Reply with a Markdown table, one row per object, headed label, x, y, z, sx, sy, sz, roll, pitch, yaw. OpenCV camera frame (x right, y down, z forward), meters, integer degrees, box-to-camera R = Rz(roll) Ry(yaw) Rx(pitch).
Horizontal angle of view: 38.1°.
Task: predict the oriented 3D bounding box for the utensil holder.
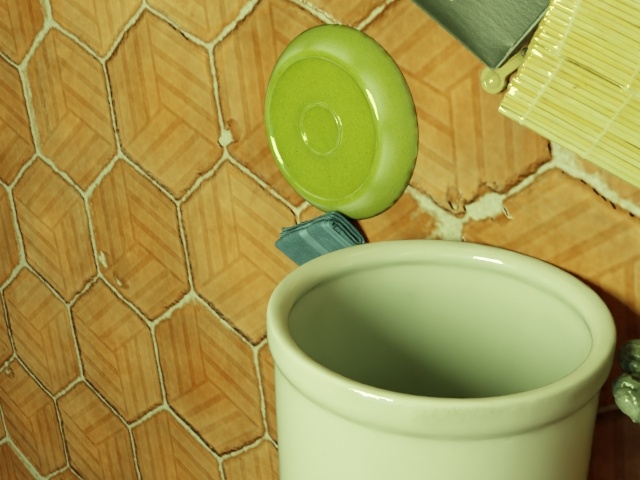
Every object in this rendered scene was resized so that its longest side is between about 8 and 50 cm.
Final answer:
| label | x | y | z | sx | sy | sz | roll | pitch | yaw |
| --- | --- | --- | --- | --- | --- | --- | --- | --- | --- |
| utensil holder | 0.111 | 0.238 | 0.956 | 0.328 | 0.328 | 0.385 | 20 | 120 | 38 |

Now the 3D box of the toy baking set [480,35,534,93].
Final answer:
| label | x | y | z | sx | sy | sz | roll | pitch | yaw |
| --- | --- | --- | --- | --- | --- | --- | --- | --- | --- |
| toy baking set | 0.214 | -0.226 | 0.879 | 0.197 | 0.030 | 0.256 | -7 | 101 | 46 |

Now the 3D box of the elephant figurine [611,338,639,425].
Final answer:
| label | x | y | z | sx | sy | sz | roll | pitch | yaw |
| --- | --- | --- | --- | --- | --- | --- | --- | --- | --- |
| elephant figurine | 0.362 | 0.081 | 0.759 | 0.169 | 0.186 | 0.239 | -106 | 30 | -42 |

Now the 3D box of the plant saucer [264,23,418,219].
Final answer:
| label | x | y | z | sx | sy | sz | roll | pitch | yaw |
| --- | --- | --- | --- | --- | --- | --- | --- | --- | --- |
| plant saucer | 0.010 | -0.136 | 1.112 | 0.241 | 0.037 | 0.240 | 19 | 120 | 38 |

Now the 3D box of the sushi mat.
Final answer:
| label | x | y | z | sx | sy | sz | roll | pitch | yaw |
| --- | --- | --- | --- | --- | --- | --- | --- | --- | --- |
| sushi mat | 0.315 | -0.096 | 0.778 | 0.317 | 0.019 | 0.151 | 31 | 126 | 11 |

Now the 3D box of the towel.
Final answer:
| label | x | y | z | sx | sy | sz | roll | pitch | yaw |
| --- | --- | --- | --- | --- | --- | --- | --- | --- | --- |
| towel | 0.000 | 0.000 | 1.170 | 0.067 | 0.029 | 0.119 | 43 | 144 | -22 |

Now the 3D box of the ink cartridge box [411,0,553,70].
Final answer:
| label | x | y | z | sx | sy | sz | roll | pitch | yaw |
| --- | --- | --- | --- | --- | --- | --- | --- | --- | --- |
| ink cartridge box | 0.131 | -0.349 | 0.784 | 0.304 | 0.072 | 0.307 | 42 | 137 | 3 |
